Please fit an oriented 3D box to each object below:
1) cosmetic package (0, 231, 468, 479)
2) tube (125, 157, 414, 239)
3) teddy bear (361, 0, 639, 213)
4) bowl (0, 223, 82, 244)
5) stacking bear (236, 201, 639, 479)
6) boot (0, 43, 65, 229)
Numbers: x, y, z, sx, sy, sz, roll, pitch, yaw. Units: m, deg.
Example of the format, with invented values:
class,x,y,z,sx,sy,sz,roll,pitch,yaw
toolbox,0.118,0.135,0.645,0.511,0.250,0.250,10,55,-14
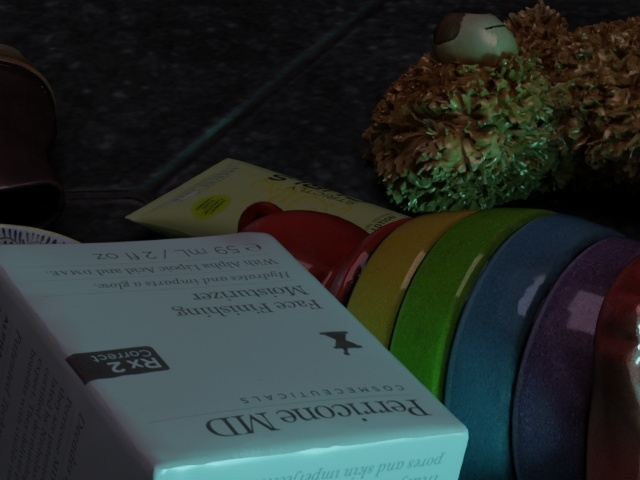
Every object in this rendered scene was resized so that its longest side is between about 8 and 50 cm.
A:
class,x,y,z,sx,sy,sz,roll,pitch,yaw
cosmetic package,-0.058,0.105,0.853,0.151,0.151,0.183,-4,29,-32
tube,0.000,0.000,1.138,0.240,0.062,0.070,20,-3,38
teddy bear,0.195,-0.100,1.243,0.338,0.113,0.245,1,30,2
bowl,-0.181,0.068,1.007,0.170,0.080,0.170,-1,32,1
stacking bear,0.064,0.055,0.961,0.289,0.175,0.164,13,19,36
boot,-0.286,-0.068,1.215,0.248,0.090,0.207,-3,30,-11
